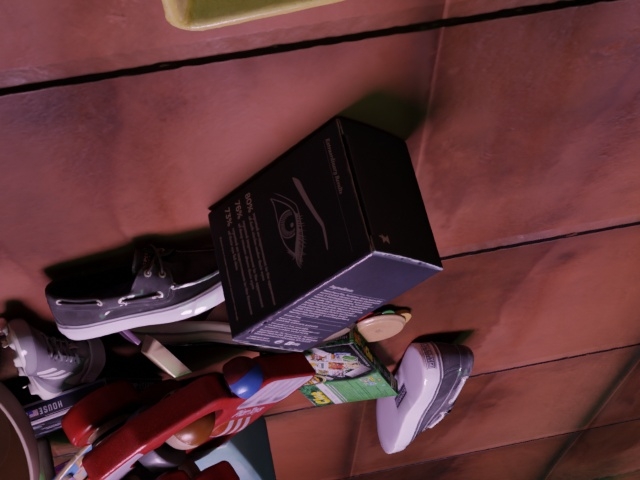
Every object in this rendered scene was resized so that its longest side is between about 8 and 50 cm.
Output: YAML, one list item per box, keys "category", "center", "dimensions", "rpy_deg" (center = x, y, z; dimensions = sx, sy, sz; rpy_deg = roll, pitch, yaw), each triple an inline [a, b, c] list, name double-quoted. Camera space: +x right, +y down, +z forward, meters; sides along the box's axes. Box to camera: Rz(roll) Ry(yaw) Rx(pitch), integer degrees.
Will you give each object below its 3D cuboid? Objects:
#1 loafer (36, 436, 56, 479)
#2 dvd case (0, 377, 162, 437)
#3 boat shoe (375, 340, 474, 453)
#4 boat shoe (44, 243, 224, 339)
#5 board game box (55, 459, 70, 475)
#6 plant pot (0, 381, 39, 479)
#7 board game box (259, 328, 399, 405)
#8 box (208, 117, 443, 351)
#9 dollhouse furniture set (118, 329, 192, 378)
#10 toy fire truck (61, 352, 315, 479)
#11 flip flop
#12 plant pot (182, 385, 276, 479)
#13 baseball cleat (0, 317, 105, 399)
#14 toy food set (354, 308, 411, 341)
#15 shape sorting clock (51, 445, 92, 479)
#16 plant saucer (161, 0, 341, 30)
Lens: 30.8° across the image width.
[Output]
- category: "loafer"
  center: [-0.477, 0.371, 1.757]
  dimensions: [0.092, 0.102, 0.268]
  rpy_deg: [-1, 153, -36]
- category: "dvd case"
  center: [-0.352, 0.234, 1.574]
  dimensions: [0.238, 0.030, 0.179]
  rpy_deg: [-19, 169, 14]
- category: "boat shoe"
  center: [0.162, 0.244, 1.813]
  dimensions: [0.102, 0.108, 0.301]
  rpy_deg: [-4, 146, -16]
- category: "boat shoe"
  center: [-0.192, 0.041, 1.265]
  dimensions: [0.228, 0.080, 0.076]
  rpy_deg: [-14, 130, 11]
- category: "board game box"
  center: [-0.297, 0.413, 1.996]
  dimensions: [0.208, 0.056, 0.347]
  rpy_deg: [-31, 149, 25]
- category: "plant pot"
  center: [-0.462, 0.261, 1.399]
  dimensions: [0.284, 0.284, 0.191]
  rpy_deg: [-15, -174, 3]
- category: "board game box"
  center: [0.017, 0.185, 1.669]
  dimensions: [0.136, 0.030, 0.260]
  rpy_deg: [-11, 154, 13]
- category: "box"
  center: [0.000, 0.000, 1.169]
  dimensions: [0.207, 0.153, 0.108]
  rpy_deg: [-32, 149, 35]
- category: "dollhouse furniture set"
  center: [-0.187, 0.097, 1.356]
  dimensions: [0.114, 0.081, 0.091]
  rpy_deg: [46, 164, -25]
- category: "toy fire truck"
  center: [-0.154, 0.222, 1.450]
  dimensions: [0.254, 0.169, 0.302]
  rpy_deg: [-39, 163, 13]
- category: "flip flop"
  center: [-0.096, 0.092, 1.409]
  dimensions: [0.277, 0.080, 0.112]
  rpy_deg: [0, 168, 8]
- category: "plant pot"
  center: [-0.168, 0.308, 1.722]
  dimensions: [0.165, 0.166, 0.234]
  rpy_deg: [-13, 147, 0]
- category: "baseball cleat"
  center: [-0.319, 0.131, 1.401]
  dimensions: [0.109, 0.072, 0.206]
  rpy_deg: [-20, 162, -12]
- category: "toy food set"
  center: [0.078, 0.116, 1.596]
  dimensions: [0.082, 0.020, 0.083]
  rpy_deg: [10, 146, -39]
- category: "shape sorting clock"
  center: [-0.324, 0.321, 1.686]
  dimensions: [0.206, 0.040, 0.206]
  rpy_deg: [-47, 172, -9]
- category: "plant saucer"
  center: [0.038, -0.282, 0.696]
  dimensions: [0.332, 0.081, 0.333]
  rpy_deg: [-12, 154, -2]
